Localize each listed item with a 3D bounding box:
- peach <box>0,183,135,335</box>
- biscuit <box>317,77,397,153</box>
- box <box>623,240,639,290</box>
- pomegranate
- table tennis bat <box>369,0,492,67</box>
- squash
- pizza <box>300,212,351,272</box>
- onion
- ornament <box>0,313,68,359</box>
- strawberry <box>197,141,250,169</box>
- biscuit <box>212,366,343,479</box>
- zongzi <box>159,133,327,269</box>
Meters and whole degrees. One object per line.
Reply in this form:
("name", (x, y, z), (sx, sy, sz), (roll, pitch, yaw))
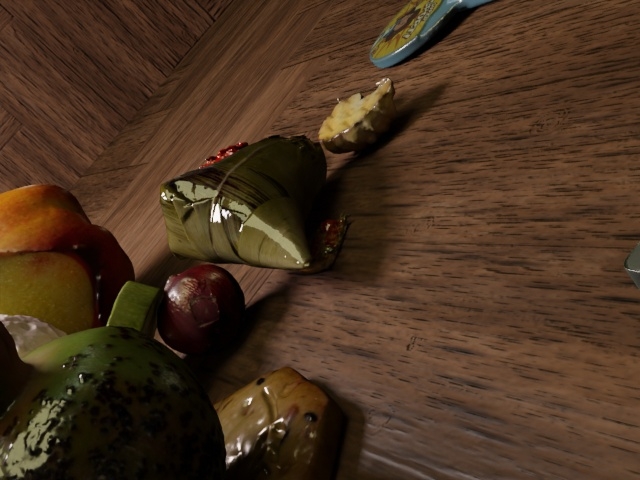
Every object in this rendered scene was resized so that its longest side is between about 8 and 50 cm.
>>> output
("peach", (-0.515, 0.079, 1.675), (0.406, 0.335, 0.310), (-39, 27, 17))
("biscuit", (0.055, -0.174, 1.444), (0.118, 0.061, 0.183), (-54, 20, -15))
("box", (0.277, 0.022, 0.663), (0.084, 0.069, 0.122), (-49, 21, -12))
("pomegranate", (-0.250, 0.183, 0.866), (0.285, 0.341, 0.285), (-33, 26, 19))
("table tennis bat", (0.193, -0.380, 1.583), (0.215, 0.044, 0.329), (-54, 20, -21))
("squash", (-0.269, 0.181, 1.273), (0.252, 0.048, 0.252), (-164, 90, -86))
("pizza", (-0.011, 0.011, 1.279), (0.099, 0.029, 0.100), (-26, 28, 44))
("onion", (-0.162, 0.093, 1.292), (0.131, 0.131, 0.131), (-39, 22, 19))
("ornament", (-0.462, 0.239, 1.427), (0.259, 0.225, 0.260), (-6, 70, 17))
("strawberry", (-0.133, -0.109, 1.616), (0.286, 0.106, 0.188), (-20, 35, 48))
("biscuit", (-0.117, 0.277, 0.986), (0.359, 0.046, 0.359), (-39, 21, 18))
("zongzi", (-0.034, -0.048, 1.299), (0.300, 0.145, 0.273), (15, 36, 42))
